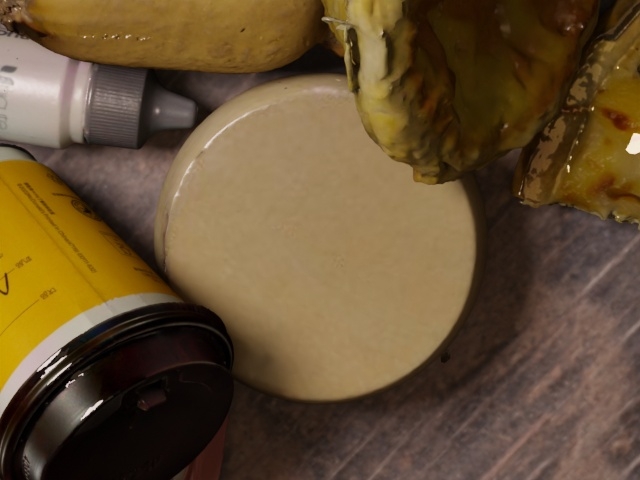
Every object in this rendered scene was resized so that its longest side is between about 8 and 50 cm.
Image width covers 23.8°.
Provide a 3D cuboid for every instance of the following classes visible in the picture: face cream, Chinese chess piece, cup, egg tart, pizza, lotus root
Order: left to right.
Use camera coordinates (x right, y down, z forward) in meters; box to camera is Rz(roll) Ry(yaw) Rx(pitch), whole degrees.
[{"bbox_3d":[-0.251,-0.123,1.207,0.311,0.092,0.092,10,102,0],"label":"face cream"},{"bbox_3d":[-0.202,0.062,1.152,0.196,0.196,0.280,-49,60,10],"label":"cup"},{"bbox_3d":[-0.102,-0.194,1.151,0.303,0.146,0.131,2,97,-14],"label":"lotus root"},{"bbox_3d":[0.000,0.000,1.219,0.273,0.102,0.273,0,100,2],"label":"Chinese chess piece"},{"bbox_3d":[0.098,-0.216,1.102,0.132,0.341,0.341,17,104,34],"label":"egg tart"},{"bbox_3d":[0.271,-0.098,1.203,0.188,0.080,0.204,19,100,-2],"label":"pizza"}]

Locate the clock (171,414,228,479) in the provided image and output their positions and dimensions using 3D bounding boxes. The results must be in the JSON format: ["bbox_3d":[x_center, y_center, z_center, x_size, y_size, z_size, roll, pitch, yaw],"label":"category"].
[{"bbox_3d":[-0.161,0.161,1.268,0.162,0.093,0.166,9,97,9],"label":"clock"}]
